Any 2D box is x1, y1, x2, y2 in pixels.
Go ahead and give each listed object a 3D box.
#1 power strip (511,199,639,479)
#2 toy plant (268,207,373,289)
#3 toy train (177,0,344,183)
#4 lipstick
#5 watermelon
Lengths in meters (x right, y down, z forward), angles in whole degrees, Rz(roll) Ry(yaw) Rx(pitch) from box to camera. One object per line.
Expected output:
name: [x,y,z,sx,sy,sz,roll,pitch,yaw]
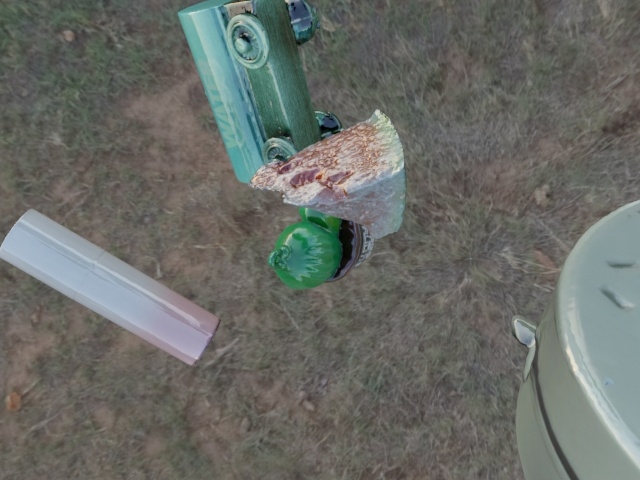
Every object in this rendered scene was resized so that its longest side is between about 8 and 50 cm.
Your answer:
power strip: [0.307,0.117,0.447,0.358,0.161,0.357,-1,44,1]
toy plant: [0.000,0.000,0.921,0.105,0.200,0.142,22,104,32]
toy train: [-0.072,-0.169,0.728,0.159,0.101,0.248,9,127,36]
lipstick: [-0.313,0.074,0.979,0.327,0.087,0.087,32,96,-10]
watermelon: [0.023,-0.067,0.634,0.158,0.097,0.121,16,118,-18]
